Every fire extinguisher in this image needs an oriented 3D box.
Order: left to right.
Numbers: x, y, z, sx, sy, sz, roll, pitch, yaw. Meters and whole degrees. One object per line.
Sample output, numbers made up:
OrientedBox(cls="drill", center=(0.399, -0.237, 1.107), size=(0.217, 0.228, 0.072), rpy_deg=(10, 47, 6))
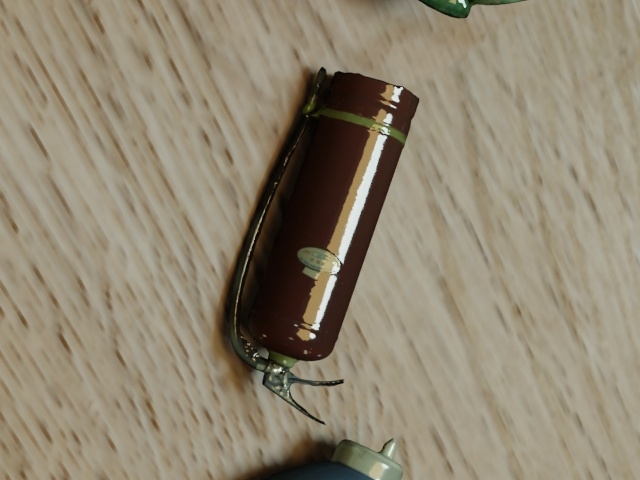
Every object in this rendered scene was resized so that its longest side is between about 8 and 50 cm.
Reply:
OrientedBox(cls="fire extinguisher", center=(0.000, 0.000, 0.600), size=(0.064, 0.043, 0.158), rpy_deg=(20, 84, -5))

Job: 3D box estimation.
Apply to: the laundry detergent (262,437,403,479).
OrientedBox(cls="laundry detergent", center=(-0.017, 0.181, 0.603), size=(0.096, 0.061, 0.206), rpy_deg=(34, 77, -31))

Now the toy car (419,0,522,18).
OrientedBox(cls="toy car", center=(0.148, -0.214, 0.623), size=(0.306, 0.125, 0.136), rpy_deg=(-21, 114, -7))
